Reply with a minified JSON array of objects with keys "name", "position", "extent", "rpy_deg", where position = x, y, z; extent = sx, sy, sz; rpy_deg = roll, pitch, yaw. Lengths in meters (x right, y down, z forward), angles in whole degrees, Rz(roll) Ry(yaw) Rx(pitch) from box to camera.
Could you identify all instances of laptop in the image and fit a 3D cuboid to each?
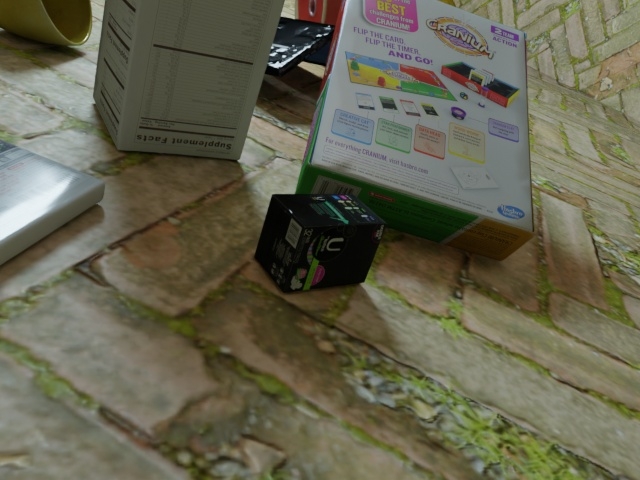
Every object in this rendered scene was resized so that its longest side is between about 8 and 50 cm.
[{"name":"laptop","position":[-0.068,-0.303,0.947],"extent":[0.234,0.136,0.264],"rpy_deg":[21,50,29]}]

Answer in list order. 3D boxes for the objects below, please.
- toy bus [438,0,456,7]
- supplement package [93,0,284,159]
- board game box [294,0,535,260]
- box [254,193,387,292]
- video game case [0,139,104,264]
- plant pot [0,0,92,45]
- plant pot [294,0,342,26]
[{"name":"toy bus","position":[0.150,-0.226,0.857],"extent":[0.211,0.220,0.149],"rpy_deg":[62,27,6]},{"name":"supplement package","position":[-0.134,-0.222,0.560],"extent":[0.139,0.244,0.134],"rpy_deg":[0,35,-35]},{"name":"board game box","position":[0.119,-0.155,0.642],"extent":[0.242,0.064,0.316],"rpy_deg":[17,58,-8]},{"name":"box","position":[0.000,0.000,0.449],"extent":[0.083,0.062,0.052],"rpy_deg":[-3,35,-38]},{"name":"video game case","position":[-0.273,-0.031,0.370],"extent":[0.173,0.022,0.190],"rpy_deg":[22,29,3]},{"name":"plant pot","position":[-0.372,-0.313,0.713],"extent":[0.095,0.134,0.134],"rpy_deg":[-6,28,7]},{"name":"plant pot","position":[0.087,-0.512,1.230],"extent":[0.243,0.275,0.275],"rpy_deg":[-5,36,-22]}]
